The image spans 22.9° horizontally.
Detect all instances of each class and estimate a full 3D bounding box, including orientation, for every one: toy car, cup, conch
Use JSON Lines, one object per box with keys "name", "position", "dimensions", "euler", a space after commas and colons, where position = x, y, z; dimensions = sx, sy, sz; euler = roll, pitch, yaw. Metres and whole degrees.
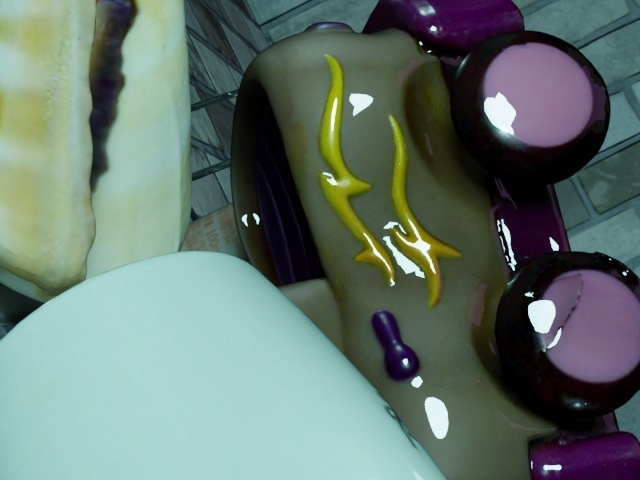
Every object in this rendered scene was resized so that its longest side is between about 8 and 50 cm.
{"name": "toy car", "position": [0.016, 0.040, 0.831], "dimensions": [0.271, 0.240, 0.341], "euler": [118, -39, -69]}
{"name": "cup", "position": [-0.036, 0.155, 0.622], "dimensions": [0.234, 0.186, 0.258], "euler": [58, -27, 28]}
{"name": "conch", "position": [-0.131, -0.075, 0.742], "dimensions": [0.158, 0.127, 0.255], "euler": [-43, 143, -54]}

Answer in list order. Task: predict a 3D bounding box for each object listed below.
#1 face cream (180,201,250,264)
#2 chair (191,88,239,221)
{"name": "face cream", "position": [0.000, 0.000, 1.037], "dimensions": [0.101, 0.251, 0.101], "euler": [62, 6, -12]}
{"name": "chair", "position": [-0.018, -0.060, 1.283], "dimensions": [0.145, 0.221, 0.140], "euler": [59, 7, -31]}
